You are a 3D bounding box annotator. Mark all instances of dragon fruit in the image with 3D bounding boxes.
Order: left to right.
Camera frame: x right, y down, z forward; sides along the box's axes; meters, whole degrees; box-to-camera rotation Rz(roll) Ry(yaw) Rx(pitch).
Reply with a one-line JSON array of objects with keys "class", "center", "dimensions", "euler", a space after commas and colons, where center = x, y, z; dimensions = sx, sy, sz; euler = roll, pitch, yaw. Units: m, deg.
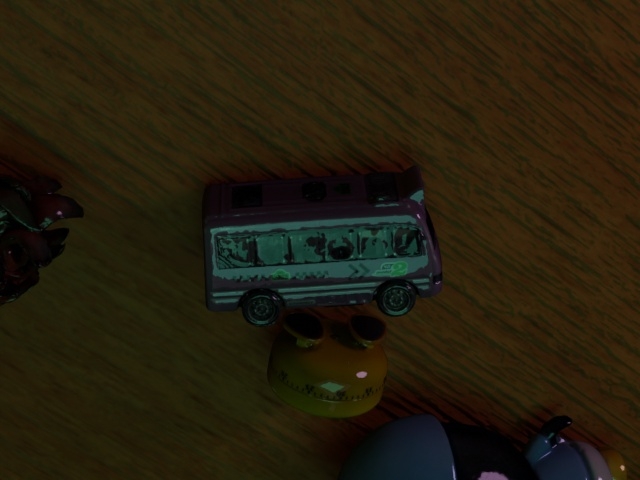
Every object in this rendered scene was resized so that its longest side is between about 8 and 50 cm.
[{"class": "dragon fruit", "center": [-0.271, 0.003, 1.235], "dimensions": [0.142, 0.130, 0.121], "euler": [-33, 159, 21]}]

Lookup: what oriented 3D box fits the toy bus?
[{"class": "toy bus", "center": [0.000, 0.000, 1.287], "dimensions": [0.199, 0.096, 0.108], "euler": [-4, 117, -1]}]

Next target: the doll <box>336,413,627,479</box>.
[{"class": "doll", "center": [0.134, 0.246, 1.428], "dimensions": [0.314, 0.141, 0.177], "euler": [1, 95, -22]}]

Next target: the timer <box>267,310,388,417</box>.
[{"class": "timer", "center": [0.004, 0.120, 1.354], "dimensions": [0.107, 0.107, 0.109], "euler": [5, 117, -10]}]
